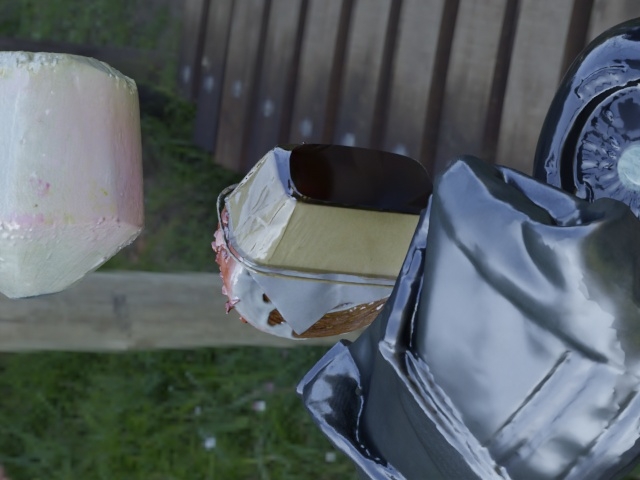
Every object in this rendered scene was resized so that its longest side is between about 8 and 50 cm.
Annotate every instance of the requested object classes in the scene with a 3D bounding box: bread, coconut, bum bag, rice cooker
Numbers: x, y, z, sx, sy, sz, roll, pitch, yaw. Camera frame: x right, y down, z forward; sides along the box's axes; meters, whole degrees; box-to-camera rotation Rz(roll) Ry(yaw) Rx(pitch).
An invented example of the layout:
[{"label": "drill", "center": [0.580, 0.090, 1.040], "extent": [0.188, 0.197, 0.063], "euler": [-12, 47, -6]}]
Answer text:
[{"label": "bread", "center": [0.000, 0.000, 1.277], "extent": [0.212, 0.224, 0.142], "euler": [119, 147, -44]}, {"label": "coconut", "center": [-0.375, -0.077, 1.686], "extent": [0.297, 0.297, 0.309], "euler": [175, 97, -68]}, {"label": "bum bag", "center": [0.055, 0.068, 0.553], "extent": [0.142, 0.079, 0.326], "euler": [53, 153, 18]}, {"label": "rice cooker", "center": [0.323, -0.064, 1.092], "extent": [0.267, 0.224, 0.267], "euler": [3, 94, 43]}]
